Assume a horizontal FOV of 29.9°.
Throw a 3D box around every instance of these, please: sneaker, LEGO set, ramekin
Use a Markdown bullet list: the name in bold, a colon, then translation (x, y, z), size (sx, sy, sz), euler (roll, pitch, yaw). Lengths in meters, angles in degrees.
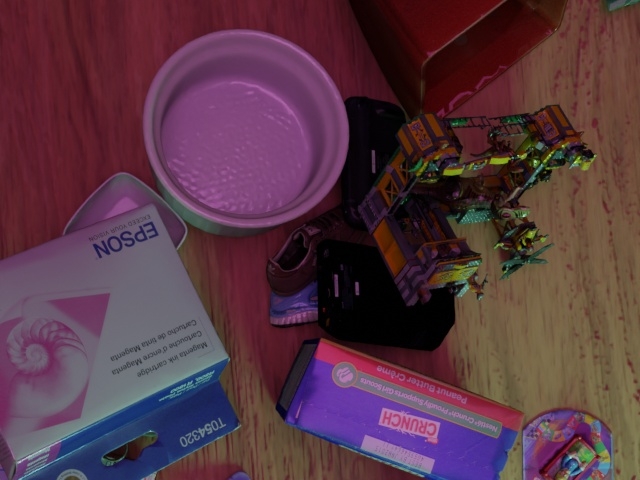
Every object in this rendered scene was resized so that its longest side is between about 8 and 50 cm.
- **sneaker**: translation (0.005, 0.077, 1.693), size (0.162, 0.063, 0.073), euler (-9, 83, -5)
- **sneaker**: translation (0.000, 0.000, 1.673), size (0.066, 0.071, 0.188), euler (34, 68, 29)
- **LEGO set**: translation (0.223, -0.036, 1.586), size (0.331, 0.255, 0.192), euler (-3, 56, -40)
- **ramekin**: translation (-0.110, -0.137, 1.644), size (0.277, 0.135, 0.277), euler (3, 77, -12)

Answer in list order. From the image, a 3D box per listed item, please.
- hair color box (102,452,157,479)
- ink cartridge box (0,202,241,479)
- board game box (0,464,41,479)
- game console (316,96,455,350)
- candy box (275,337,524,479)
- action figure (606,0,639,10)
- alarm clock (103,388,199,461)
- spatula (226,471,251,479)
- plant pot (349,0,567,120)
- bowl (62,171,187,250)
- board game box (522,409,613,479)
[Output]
- **hair color box**: translation (-0.317, 0.335, 1.653), size (0.167, 0.053, 0.093), euler (17, 85, -2)
- **ink cartridge box**: translation (-0.287, 0.153, 1.538), size (0.324, 0.071, 0.330), euler (-25, 85, -34)
- **board game box**: translation (-0.476, 0.394, 1.484), size (0.242, 0.064, 0.317), euler (5, 73, -4)
- **game console**: translation (0.092, -0.029, 1.687), size (0.213, 0.044, 0.362), euler (10, 70, -32)
- **candy box**: translation (0.088, 0.224, 1.558), size (0.268, 0.317, 0.122), euler (22, 84, -3)
- **action figure**: translation (0.450, -0.469, 1.768), size (0.137, 0.063, 0.232), euler (-19, 91, -4)
- **alarm clock**: translation (-0.240, 0.221, 1.653), size (0.129, 0.064, 0.192), euler (33, 75, 8)
- **spatula**: translation (-0.203, 0.441, 1.663), size (0.296, 0.030, 0.084), euler (-37, 91, -6)
- **plant pot**: translation (0.170, -0.354, 1.655), size (0.267, 0.267, 0.236), euler (-37, 75, -6)
- **bowl**: translation (-0.273, -0.009, 1.684), size (0.142, 0.053, 0.142), euler (42, 85, 0)
- **board game box**: translation (0.358, 0.328, 1.713), size (0.133, 0.033, 0.169), euler (1, 86, -4)
